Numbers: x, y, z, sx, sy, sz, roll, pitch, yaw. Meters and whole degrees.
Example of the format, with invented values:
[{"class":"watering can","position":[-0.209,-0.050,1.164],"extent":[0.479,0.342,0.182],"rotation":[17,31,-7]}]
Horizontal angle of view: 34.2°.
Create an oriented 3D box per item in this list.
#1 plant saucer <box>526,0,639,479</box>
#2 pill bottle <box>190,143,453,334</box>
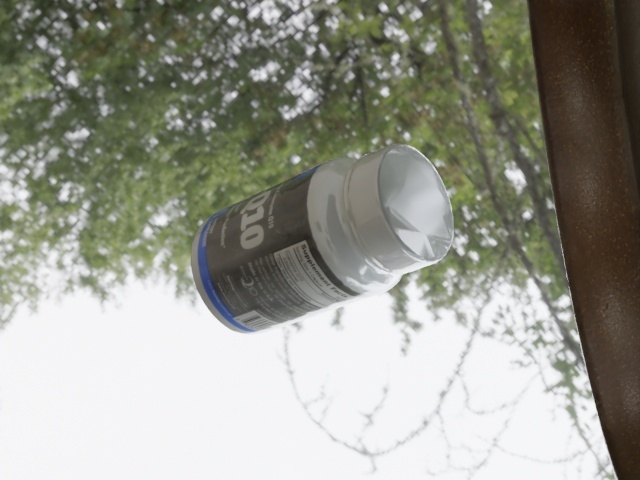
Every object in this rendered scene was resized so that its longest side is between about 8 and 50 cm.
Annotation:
[{"class":"plant saucer","position":[0.111,-0.055,0.367],"extent":[0.050,0.310,0.310],"rotation":[-9,-130,8]},{"class":"pill bottle","position":[0.000,0.000,0.574],"extent":[0.137,0.078,0.078],"rotation":[-22,-134,38]}]
